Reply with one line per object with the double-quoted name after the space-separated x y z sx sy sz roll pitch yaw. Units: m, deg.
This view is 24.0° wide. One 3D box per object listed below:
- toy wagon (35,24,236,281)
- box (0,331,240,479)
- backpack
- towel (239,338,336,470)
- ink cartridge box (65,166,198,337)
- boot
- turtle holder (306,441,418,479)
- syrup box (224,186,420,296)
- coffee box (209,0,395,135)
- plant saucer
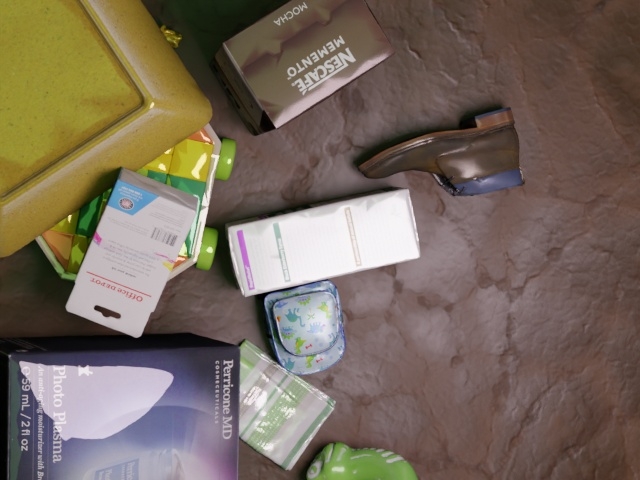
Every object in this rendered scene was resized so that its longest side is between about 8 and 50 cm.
-0.245 -0.110 1.919 0.267 0.068 0.344 12 91 -7 "toy wagon"
-0.261 0.266 1.835 0.294 0.183 0.296 0 93 -28 "box"
-0.019 0.114 1.947 0.105 0.084 0.114 -13 96 -4 "backpack"
-0.070 0.216 1.975 0.152 0.023 0.113 36 87 -7 "towel"
-0.232 0.016 1.845 0.104 0.061 0.181 23 106 -10 "ink cartridge box"
0.163 -0.093 1.962 0.219 0.082 0.106 -19 92 -8 "boot"
0.061 0.427 1.891 0.227 0.243 0.320 -19 98 27 "turtle holder"
0.000 0.000 1.939 0.237 0.093 0.096 -11 94 -6 "syrup box"
-0.030 -0.219 1.825 0.168 0.297 0.119 -32 95 -4 "coffee box"
-0.354 -0.196 1.823 0.333 0.081 0.332 -33 95 2 "plant saucer"
